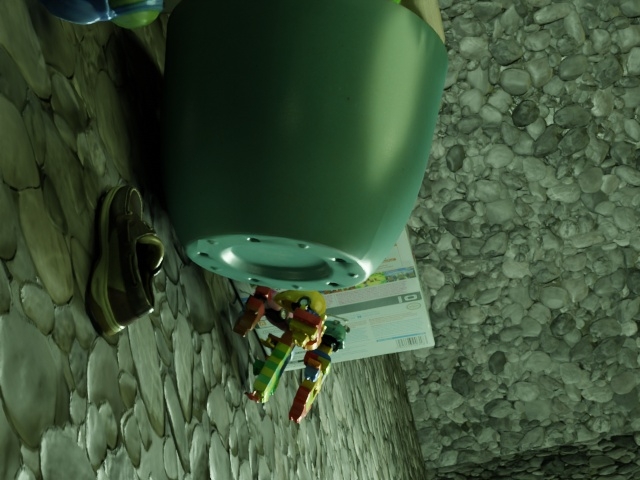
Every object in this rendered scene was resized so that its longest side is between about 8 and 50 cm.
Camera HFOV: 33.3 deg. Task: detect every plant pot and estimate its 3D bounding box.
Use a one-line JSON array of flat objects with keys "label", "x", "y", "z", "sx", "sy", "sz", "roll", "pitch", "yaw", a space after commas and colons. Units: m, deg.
[{"label": "plant pot", "x": -0.029, "y": -0.084, "z": 1.073, "sx": 0.293, "sy": 0.293, "sz": 0.235, "roll": 60, "pitch": 36, "yaw": -69}]

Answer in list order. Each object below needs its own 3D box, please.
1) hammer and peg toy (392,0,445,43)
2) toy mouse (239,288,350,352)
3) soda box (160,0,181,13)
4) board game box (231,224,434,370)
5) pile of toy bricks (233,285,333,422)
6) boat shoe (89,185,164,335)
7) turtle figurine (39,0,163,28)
[{"label": "hammer and peg toy", "x": 0.071, "y": -0.380, "z": 1.812, "sx": 0.127, "sy": 0.266, "sz": 0.361, "roll": -60, "pitch": 144, "yaw": -47}, {"label": "toy mouse", "x": -0.018, "y": 0.095, "z": 1.288, "sx": 0.031, "sy": 0.161, "sz": 0.143, "roll": -61, "pitch": 153, "yaw": -24}, {"label": "soda box", "x": -0.154, "y": -0.366, "z": 1.191, "sx": 0.074, "sy": 0.069, "sz": 0.216, "roll": -86, "pitch": 175, "yaw": -68}, {"label": "board game box", "x": 0.007, "y": 0.030, "z": 1.340, "sx": 0.303, "sy": 0.224, "sz": 0.097, "roll": 71, "pitch": 10, "yaw": -48}, {"label": "pile of toy bricks", "x": -0.054, "y": 0.147, "z": 1.258, "sx": 0.105, "sy": 0.118, "sz": 0.212, "roll": -61, "pitch": 167, "yaw": -24}, {"label": "boat shoe", "x": -0.146, "y": 0.011, "z": 0.840, "sx": 0.152, "sy": 0.049, "sz": 0.056, "roll": -96, "pitch": 170, "yaw": -45}, {"label": "turtle figurine", "x": -0.146, "y": -0.316, "z": 0.842, "sx": 0.198, "sy": 0.274, "sz": 0.266, "roll": 16, "pitch": -51, "yaw": 58}]
